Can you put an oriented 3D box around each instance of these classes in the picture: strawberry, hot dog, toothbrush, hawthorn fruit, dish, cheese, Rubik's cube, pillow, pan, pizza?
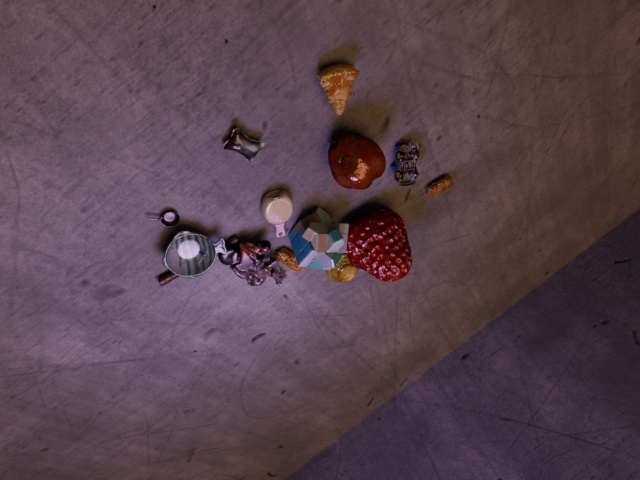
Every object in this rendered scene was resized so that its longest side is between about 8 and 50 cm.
[{"bbox_3d":[0.271,0.025,2.079,0.318,0.345,0.295,-3,128,-28],"label":"strawberry"},{"bbox_3d":[-0.132,0.092,2.105,0.072,0.055,0.188,-47,133,10],"label":"hot dog"},{"bbox_3d":[-0.499,0.081,1.894,0.364,0.041,0.040,-30,135,-6],"label":"toothbrush"},{"bbox_3d":[0.126,-0.325,1.807,0.224,0.224,0.261,-42,122,7],"label":"hawthorn fruit"},{"bbox_3d":[-0.502,0.038,1.819,0.246,0.078,0.224,-15,124,-17],"label":"dish"},{"bbox_3d":[-0.174,-0.102,1.913,0.137,0.064,0.227,-15,131,-14],"label":"cheese"},{"bbox_3d":[0.000,0.000,1.969,0.225,0.265,0.213,8,137,-38],"label":"Rubik's cube"},{"bbox_3d":[-0.277,-0.344,1.662,0.136,0.055,0.091,20,95,-42],"label":"pillow"},{"bbox_3d":[-0.584,-0.083,1.717,0.115,0.023,0.068,0,127,-33],"label":"pan"},{"bbox_3d":[0.062,-0.550,1.681,0.154,0.069,0.193,-21,140,-14],"label":"pizza"}]

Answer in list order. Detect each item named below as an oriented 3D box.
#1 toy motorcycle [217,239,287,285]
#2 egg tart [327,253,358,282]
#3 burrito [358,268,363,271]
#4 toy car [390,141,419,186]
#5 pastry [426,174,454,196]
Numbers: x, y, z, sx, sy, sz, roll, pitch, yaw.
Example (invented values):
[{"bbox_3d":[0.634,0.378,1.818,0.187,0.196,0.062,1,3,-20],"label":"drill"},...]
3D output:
[{"bbox_3d":[-0.254,0.110,1.998,0.207,0.134,0.401,-34,134,7],"label":"toy motorcycle"},{"bbox_3d":[0.123,0.144,2.286,0.191,0.074,0.191,-18,134,-19],"label":"egg tart"},{"bbox_3d":[0.257,0.082,2.322,0.064,0.064,0.203,10,122,-36],"label":"burrito"},{"bbox_3d":[0.365,-0.338,2.018,0.097,0.100,0.191,-9,110,-23],"label":"toy car"},{"bbox_3d":[0.578,-0.265,2.223,0.140,0.056,0.080,-35,147,-4],"label":"pastry"}]
